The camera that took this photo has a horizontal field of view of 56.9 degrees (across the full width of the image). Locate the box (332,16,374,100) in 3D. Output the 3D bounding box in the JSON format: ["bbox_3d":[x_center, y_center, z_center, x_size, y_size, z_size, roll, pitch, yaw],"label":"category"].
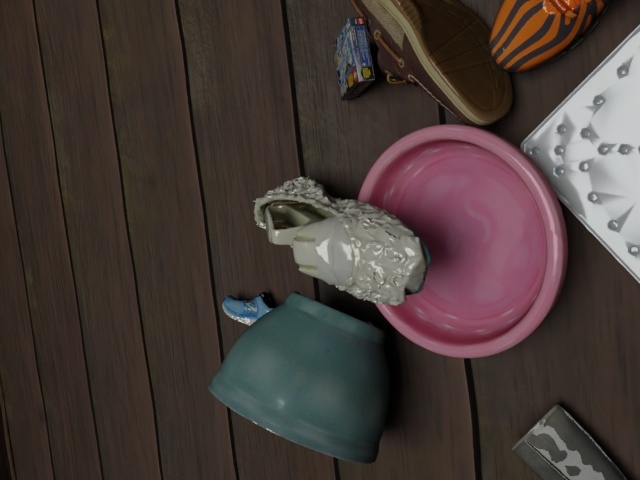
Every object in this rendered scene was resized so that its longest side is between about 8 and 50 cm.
[{"bbox_3d":[0.049,-0.279,0.921,0.137,0.027,0.093,-168,68,-81],"label":"box"}]

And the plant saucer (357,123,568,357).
[{"bbox_3d":[0.197,0.000,0.854,0.332,0.084,0.332,10,105,43],"label":"plant saucer"}]

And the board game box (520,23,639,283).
[{"bbox_3d":[0.490,-0.101,0.644,0.390,0.050,0.390,53,125,19],"label":"board game box"}]

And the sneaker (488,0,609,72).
[{"bbox_3d":[0.301,-0.321,0.661,0.124,0.180,0.321,44,123,5],"label":"sneaker"}]

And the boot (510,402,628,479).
[{"bbox_3d":[0.351,0.360,0.813,0.208,0.076,0.189,38,104,20],"label":"boot"}]

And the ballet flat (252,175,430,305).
[{"bbox_3d":[0.000,0.000,0.894,0.409,0.147,0.146,-147,61,-61],"label":"ballet flat"}]

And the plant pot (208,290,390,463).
[{"bbox_3d":[-0.007,0.203,0.964,0.293,0.293,0.196,19,81,34],"label":"plant pot"}]

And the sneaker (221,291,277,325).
[{"bbox_3d":[-0.123,0.134,1.169,0.162,0.063,0.073,16,89,31],"label":"sneaker"}]

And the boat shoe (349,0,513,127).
[{"bbox_3d":[0.143,-0.288,0.862,0.342,0.123,0.123,54,155,12],"label":"boat shoe"}]
